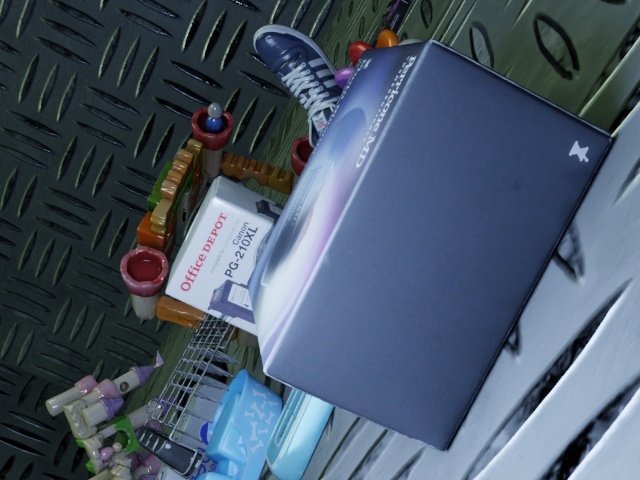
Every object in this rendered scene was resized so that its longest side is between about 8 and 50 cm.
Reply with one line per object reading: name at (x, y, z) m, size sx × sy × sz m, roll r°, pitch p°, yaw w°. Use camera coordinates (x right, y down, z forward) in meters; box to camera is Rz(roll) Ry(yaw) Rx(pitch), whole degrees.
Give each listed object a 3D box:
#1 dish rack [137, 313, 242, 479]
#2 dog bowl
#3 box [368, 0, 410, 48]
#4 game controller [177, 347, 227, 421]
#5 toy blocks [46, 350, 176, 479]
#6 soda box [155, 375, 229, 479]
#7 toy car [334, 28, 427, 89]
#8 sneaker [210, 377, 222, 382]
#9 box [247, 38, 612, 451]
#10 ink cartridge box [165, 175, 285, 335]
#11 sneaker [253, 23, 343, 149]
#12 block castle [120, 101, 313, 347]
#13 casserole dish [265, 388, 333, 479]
dish rack at (-0.196, 0.229, 1.399) m, size 0.272 × 0.074 × 0.208 m, roll -63°, pitch 19°, yaw -15°
dog bowl at (-0.140, 0.343, 1.300) m, size 0.297 × 0.074 × 0.166 m, roll -68°, pitch 11°, yaw -23°
box at (0.139, -0.450, 1.909) m, size 0.162 × 0.029 × 0.116 m, roll -65°, pitch 11°, yaw 5°
game controller at (-0.274, 0.341, 2.021) m, size 0.166 × 0.067 × 0.319 m, roll -50°, pitch 11°, yaw -2°
toy blocks at (-0.427, 0.441, 2.034) m, size 0.260 × 0.289 × 0.309 m, roll -24°, pitch 9°, yaw -36°
soda box at (-0.215, 0.384, 1.491) m, size 0.091 × 0.098 × 0.286 m, roll -42°, pitch 25°, yaw 58°
toy car at (0.091, -0.246, 1.373) m, size 0.182 × 0.136 × 0.159 m, roll -66°, pitch 11°, yaw -11°
sneaker at (-0.195, 0.323, 1.670) m, size 0.077 × 0.072 × 0.178 m, roll -47°, pitch 25°, yaw 23°
box at (0.073, -0.017, 0.821) m, size 0.296 × 0.182 × 0.294 m, roll -63°, pitch 12°, yaw 6°
ink cartridge box at (-0.083, 0.039, 1.276) m, size 0.172 × 0.237 × 0.100 m, roll -61°, pitch 11°, yaw 19°
sneaker at (-0.021, -0.282, 1.675) m, size 0.099 × 0.282 × 0.153 m, roll -29°, pitch 37°, yaw 33°
block castle at (-0.175, -0.043, 1.689) m, size 0.213 × 0.302 × 0.453 m, roll 105°, pitch -177°, yaw -55°
casserole dish at (-0.023, 0.223, 1.112) m, size 0.188 × 0.037 × 0.114 m, roll -66°, pitch 10°, yaw -2°
